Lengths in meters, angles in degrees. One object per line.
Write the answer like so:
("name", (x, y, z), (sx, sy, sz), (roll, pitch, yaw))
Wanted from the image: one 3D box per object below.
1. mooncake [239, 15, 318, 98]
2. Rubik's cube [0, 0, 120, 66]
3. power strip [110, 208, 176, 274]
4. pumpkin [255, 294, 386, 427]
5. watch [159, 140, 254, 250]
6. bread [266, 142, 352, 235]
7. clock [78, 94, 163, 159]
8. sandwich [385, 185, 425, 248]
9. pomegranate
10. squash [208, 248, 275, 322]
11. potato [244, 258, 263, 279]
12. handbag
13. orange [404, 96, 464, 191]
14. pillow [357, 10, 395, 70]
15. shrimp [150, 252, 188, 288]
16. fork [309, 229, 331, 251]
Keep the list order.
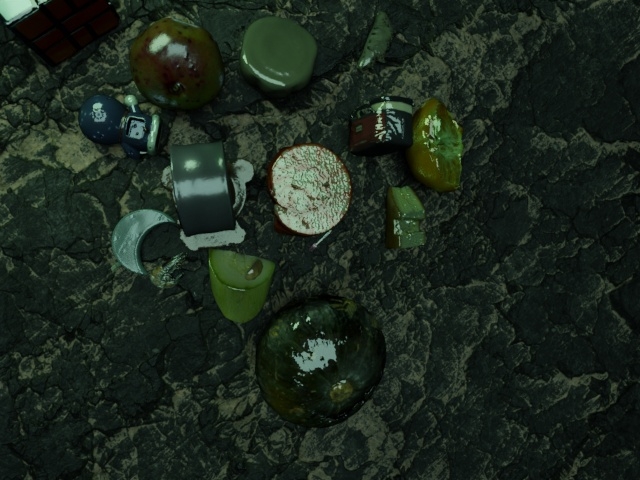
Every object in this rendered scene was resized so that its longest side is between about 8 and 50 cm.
("mooncake", (-0.148, -0.626, 1.387), (0.275, 0.135, 0.274), (0, 89, -12))
("Rubik's cube", (-0.824, -0.752, 1.185), (0.294, 0.283, 0.288), (-37, 97, -11))
("power strip", (-0.617, 0.003, 1.363), (0.168, 0.054, 0.253), (29, 86, -7))
("pumpkin", (0.006, 0.391, 1.323), (0.455, 0.344, 0.453), (-8, 108, -26))
("watch", (-0.353, -0.134, 1.266), (0.314, 0.327, 0.334), (-7, 94, -10))
("bread", (-0.039, -0.179, 1.428), (0.295, 0.114, 0.327), (-10, 92, -9))
("clock", (-0.646, -0.378, 1.304), (0.244, 0.146, 0.199), (13, 94, -18))
("sandwich", (0.308, -0.088, 1.489), (0.122, 0.128, 0.235), (-3, 93, -18))
("pomegranate", (-0.460, -0.564, 1.300), (0.291, 0.323, 0.290), (-11, 125, -17))
("squash", (-0.300, 0.166, 1.443), (0.237, 0.155, 0.204), (12, 53, -9))
("potato", (-0.223, 0.099, 1.401), (0.037, 0.036, 0.093), (28, 50, 3))
("handbag", (0.200, -0.399, 1.397), (0.181, 0.254, 0.181), (0, 90, -25))
("orange", (0.402, -0.338, 1.436), (0.196, 0.262, 0.334), (1, 101, 22))
("pillow", (0.216, -0.730, 1.488), (0.093, 0.051, 0.241), (21, 86, -10))
("shrimp", (-0.512, 0.105, 1.399), (0.161, 0.034, 0.091), (-39, 110, 0))
("fork", (0.000, 0.000, 1.495), (0.115, 0.012, 0.016), (-45, 102, -11))
